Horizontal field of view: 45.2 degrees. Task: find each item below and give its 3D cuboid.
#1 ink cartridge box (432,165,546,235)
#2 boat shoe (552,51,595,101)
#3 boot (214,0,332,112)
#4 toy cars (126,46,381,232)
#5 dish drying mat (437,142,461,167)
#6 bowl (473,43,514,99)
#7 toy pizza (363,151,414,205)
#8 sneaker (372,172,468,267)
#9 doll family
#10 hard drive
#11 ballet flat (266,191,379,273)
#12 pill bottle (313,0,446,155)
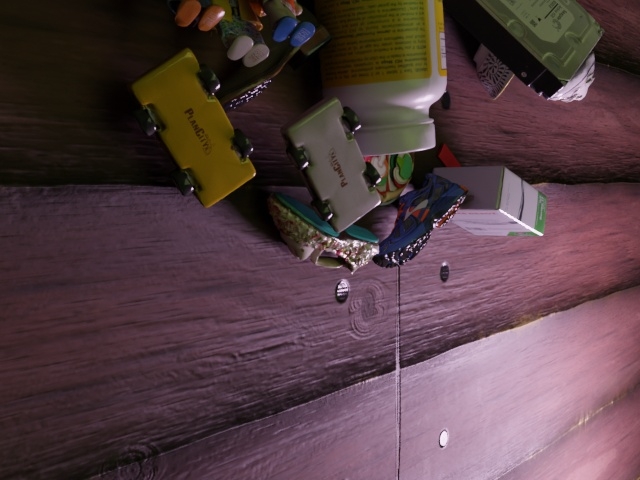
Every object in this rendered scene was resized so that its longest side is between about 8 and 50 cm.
[{"bbox_3d":[0.321,-0.073,1.470,0.208,0.153,0.087,21,76,-51],"label":"ink cartridge box"},{"bbox_3d":[0.606,-0.379,1.861,0.267,0.096,0.088,-45,121,-50],"label":"boat shoe"},{"bbox_3d":[-0.092,-0.256,1.027,0.219,0.082,0.106,-40,96,-29],"label":"boot"},{"bbox_3d":[-0.076,-0.124,0.970,0.393,0.087,0.176,10,111,-37],"label":"toy cars"},{"bbox_3d":[0.250,-0.154,1.491,0.083,0.008,0.032,41,62,-46],"label":"dish drying mat"},{"bbox_3d":[0.357,-0.373,1.530,0.080,0.170,0.170,29,62,-1],"label":"bowl"},{"bbox_3d":[0.111,-0.160,1.298,0.201,0.032,0.201,-5,96,-51],"label":"toy pizza"},{"bbox_3d":[0.160,-0.035,1.340,0.221,0.087,0.083,-42,160,-26],"label":"sneaker"},{"bbox_3d":[-0.139,-0.294,0.881,0.263,0.118,0.163,19,37,-46],"label":"doll family"},{"bbox_3d":[0.350,-0.435,1.408,0.339,0.064,0.237,44,52,-1],"label":"hard drive"},{"bbox_3d":[0.000,0.000,1.138,0.241,0.091,0.077,22,108,-45],"label":"ballet flat"},{"bbox_3d":[0.088,-0.298,1.135,0.188,0.188,0.334,-17,106,-50],"label":"pill bottle"}]
